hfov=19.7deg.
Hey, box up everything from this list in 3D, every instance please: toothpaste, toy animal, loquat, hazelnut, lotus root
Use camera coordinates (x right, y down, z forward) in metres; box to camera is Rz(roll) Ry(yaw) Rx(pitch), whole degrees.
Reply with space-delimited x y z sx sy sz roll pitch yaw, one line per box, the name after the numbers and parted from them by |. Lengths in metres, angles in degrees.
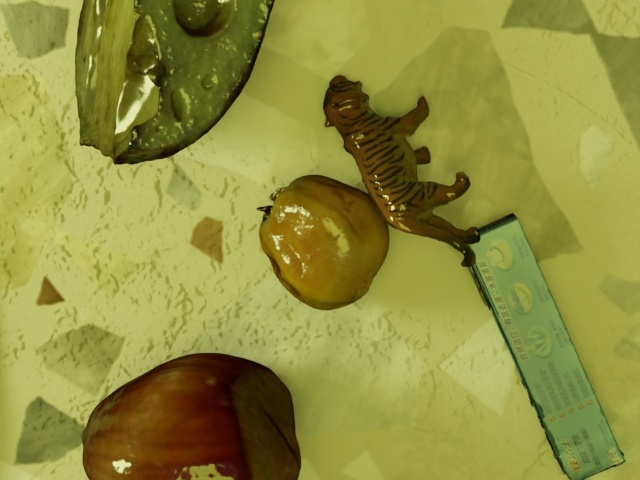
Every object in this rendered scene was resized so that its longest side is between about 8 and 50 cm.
0.222 0.109 1.853 0.066 0.053 0.272 -24 95 2 | toothpaste
0.080 -0.067 1.801 0.099 0.057 0.241 -13 60 -22 | toy animal
0.000 0.000 1.815 0.137 0.113 0.137 24 135 26 | loquat
-0.127 0.204 1.806 0.181 0.212 0.181 -36 101 24 | hazelnut
-0.137 -0.229 1.772 0.142 0.210 0.314 6 102 -26 | lotus root
